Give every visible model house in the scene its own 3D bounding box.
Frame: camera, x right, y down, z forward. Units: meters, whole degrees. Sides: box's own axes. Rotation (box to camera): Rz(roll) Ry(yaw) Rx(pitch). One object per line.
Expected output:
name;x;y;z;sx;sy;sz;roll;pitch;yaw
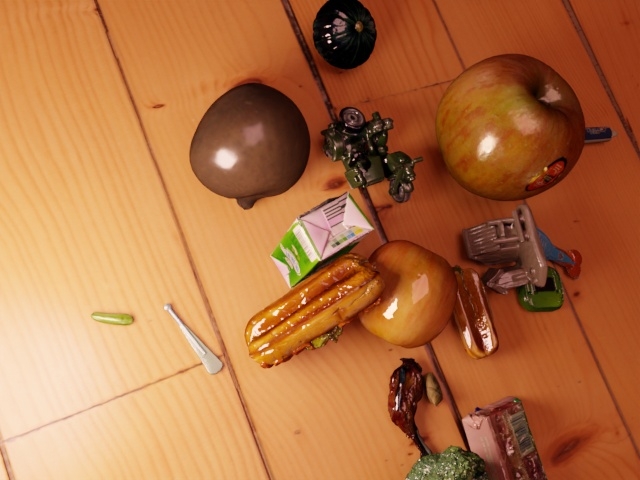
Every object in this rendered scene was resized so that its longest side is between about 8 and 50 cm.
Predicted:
model house;0.482;0.031;1.681;0.188;0.122;0.229;-10;76;0

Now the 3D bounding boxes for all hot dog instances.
hot dog;0.392;0.182;1.644;0.104;0.076;0.250;-16;76;-4
hot dog;-0.008;0.163;1.404;0.348;0.158;0.117;-35;121;-1

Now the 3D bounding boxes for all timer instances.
timer;0.610;0.133;1.749;0.140;0.047;0.128;1;73;-20

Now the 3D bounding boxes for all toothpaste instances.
toothpaste;0.814;-0.326;1.963;0.268;0.047;0.069;-7;90;-18

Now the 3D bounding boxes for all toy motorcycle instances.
toy motorcycle;0.129;-0.216;1.633;0.205;0.127;0.275;-20;79;-27

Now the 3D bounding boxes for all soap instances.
soap;0.459;0.533;1.533;0.217;0.098;0.274;-8;77;-37

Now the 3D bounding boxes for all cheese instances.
cheese;0.645;0.026;1.800;0.256;0.037;0.106;26;68;-13

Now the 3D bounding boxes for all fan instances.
fan;-0.288;0.219;1.411;0.038;0.016;0.193;-40;91;-23

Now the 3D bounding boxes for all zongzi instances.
zongzi;0.271;0.363;1.541;0.040;0.083;0.076;-23;78;15

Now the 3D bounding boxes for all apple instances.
apple;0.495;-0.291;1.692;0.400;0.333;0.401;18;52;-24
apple;0.204;0.135;1.513;0.242;0.242;0.241;30;79;-10

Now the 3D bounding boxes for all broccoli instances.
broccoli;0.290;0.592;1.375;0.269;0.270;0.270;-21;127;-30

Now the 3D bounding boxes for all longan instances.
longan;-0.159;-0.212;1.469;0.300;0.243;0.300;-10;115;-22

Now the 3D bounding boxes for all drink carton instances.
drink carton;0.000;0.000;1.439;0.161;0.271;0.108;-28;83;-24

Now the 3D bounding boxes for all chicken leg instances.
chicken leg;0.215;0.411;1.523;0.105;0.051;0.254;-1;78;-26

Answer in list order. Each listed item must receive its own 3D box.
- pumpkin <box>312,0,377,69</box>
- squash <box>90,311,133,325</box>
pumpkin;0.066;-0.556;1.696;0.194;0.150;0.194;7;70;-21
squash;-0.450;0.169;1.362;0.089;0.027;0.027;6;72;-17
